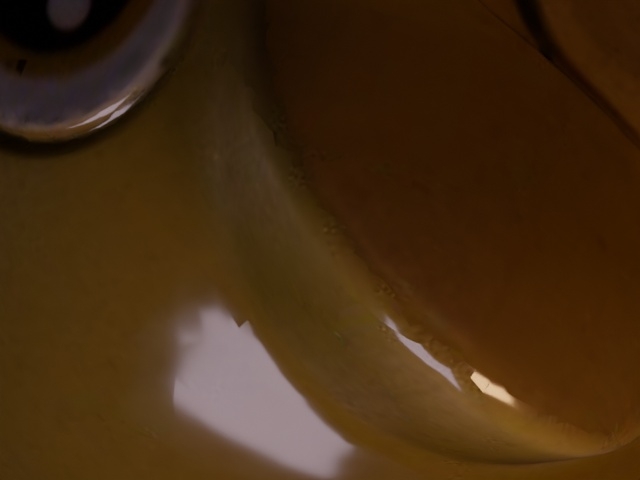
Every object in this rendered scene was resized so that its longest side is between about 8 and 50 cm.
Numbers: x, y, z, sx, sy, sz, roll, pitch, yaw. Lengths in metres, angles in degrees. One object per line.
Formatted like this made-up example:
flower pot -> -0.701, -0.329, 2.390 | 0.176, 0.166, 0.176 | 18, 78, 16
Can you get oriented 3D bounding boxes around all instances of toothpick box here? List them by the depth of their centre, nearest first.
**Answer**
toothpick box -> 0.003, -0.034, 0.624 | 0.409, 0.409, 0.425 | 35, 151, -17
